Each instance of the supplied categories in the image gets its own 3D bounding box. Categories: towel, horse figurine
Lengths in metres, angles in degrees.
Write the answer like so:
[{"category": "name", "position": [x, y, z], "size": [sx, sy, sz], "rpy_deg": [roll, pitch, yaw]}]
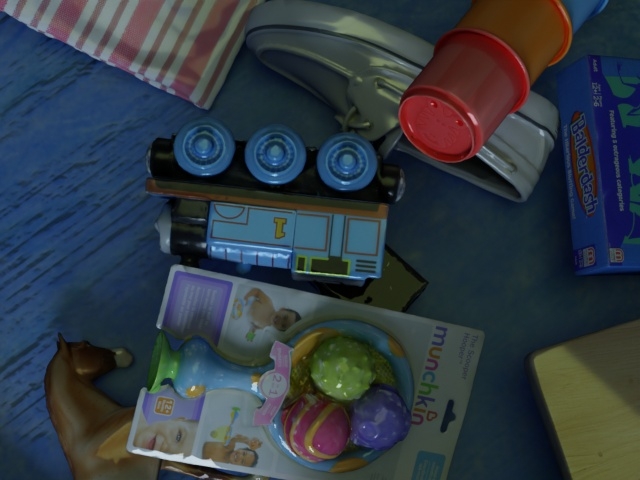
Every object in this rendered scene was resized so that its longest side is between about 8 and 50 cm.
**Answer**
[{"category": "towel", "position": [-0.144, -0.206, 0.761], "size": [0.197, 0.029, 0.144], "rpy_deg": [25, 94, -9]}, {"category": "horse figurine", "position": [-0.124, 0.201, 0.694], "size": [0.175, 0.066, 0.263], "rpy_deg": [8, 73, -10]}]

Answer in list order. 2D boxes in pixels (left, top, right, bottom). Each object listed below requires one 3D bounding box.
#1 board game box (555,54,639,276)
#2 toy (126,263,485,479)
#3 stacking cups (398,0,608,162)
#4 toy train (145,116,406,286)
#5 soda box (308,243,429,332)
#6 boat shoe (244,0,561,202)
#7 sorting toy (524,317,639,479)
[{"category": "board game box", "position": [0.289, -0.053, 0.743], "size": [0.210, 0.047, 0.160], "rpy_deg": [0, 79, -19]}, {"category": "toy", "position": [-0.003, 0.109, 0.675], "size": [0.237, 0.056, 0.136], "rpy_deg": [13, 95, -11]}, {"category": "stacking cups", "position": [0.162, -0.175, 0.721], "size": [0.096, 0.096, 0.316], "rpy_deg": [37, 64, 5]}, {"category": "toy train", "position": [-0.034, -0.026, 0.683], "size": [0.184, 0.080, 0.105], "rpy_deg": [6, 86, -1]}, {"category": "soda box", "position": [0.000, 0.000, 0.745], "size": [0.169, 0.053, 0.060], "rpy_deg": [42, 82, 6]}, {"category": "boat shoe", "position": [0.056, -0.105, 0.746], "size": [0.258, 0.095, 0.084], "rpy_deg": [20, 75, 3]}, {"category": "sorting toy", "position": [0.302, 0.170, 0.708], "size": [0.257, 0.089, 0.255], "rpy_deg": [-16, 81, -6]}]
